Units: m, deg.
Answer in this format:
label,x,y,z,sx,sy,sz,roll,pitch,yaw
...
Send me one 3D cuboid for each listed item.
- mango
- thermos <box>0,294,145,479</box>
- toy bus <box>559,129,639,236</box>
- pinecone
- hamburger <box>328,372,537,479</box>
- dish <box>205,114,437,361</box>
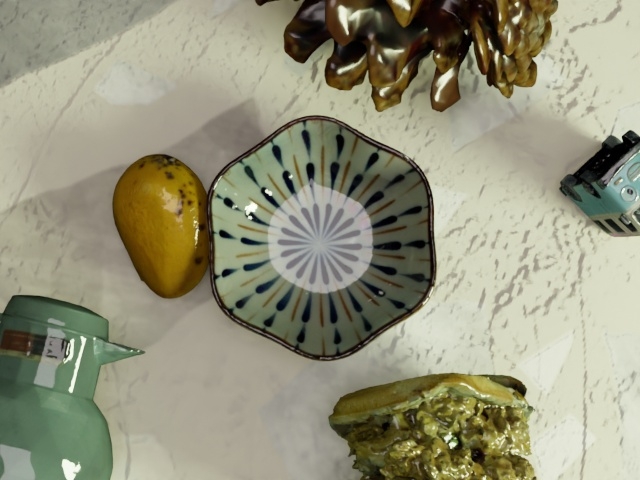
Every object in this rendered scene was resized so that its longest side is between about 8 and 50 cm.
label,x,y,z,sx,sy,sz,roll,pitch,yaw
mango,-0.122,-0.011,1.378,0.079,0.057,0.114,-6,93,16
thermos,-0.246,0.180,1.323,0.182,0.145,0.286,12,83,8
toy bus,0.240,-0.039,1.376,0.060,0.123,0.075,-43,94,-5
pinecone,0.066,-0.210,1.322,0.264,0.264,0.264,0,86,-4
hamburger,0.091,0.177,1.344,0.159,0.185,0.131,-19,70,36
dish,0.000,0.000,1.385,0.190,0.066,0.191,0,85,-2
